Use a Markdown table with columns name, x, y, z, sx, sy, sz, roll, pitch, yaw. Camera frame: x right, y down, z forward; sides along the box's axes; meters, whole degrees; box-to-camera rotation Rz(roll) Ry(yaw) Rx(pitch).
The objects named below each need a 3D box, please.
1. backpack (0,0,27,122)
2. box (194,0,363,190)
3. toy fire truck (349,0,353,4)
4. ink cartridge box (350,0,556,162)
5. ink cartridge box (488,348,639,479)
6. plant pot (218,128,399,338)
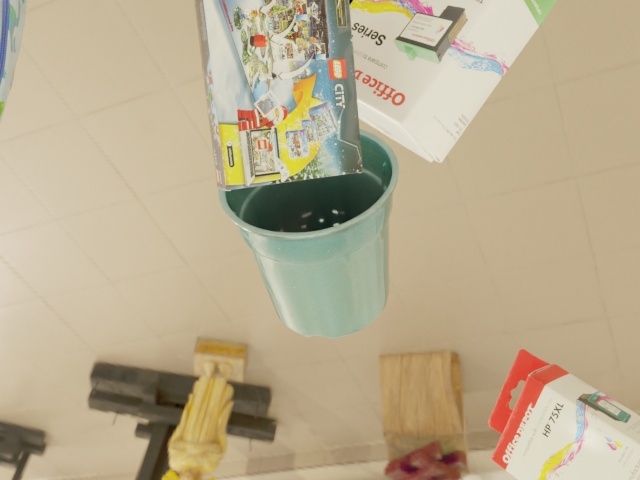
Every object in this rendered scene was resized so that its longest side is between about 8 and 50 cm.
| name | x | y | z | sx | sy | sz | roll | pitch | yaw |
| --- | --- | --- | --- | --- | --- | --- | --- | --- | --- |
| backpack | -0.421 | -0.177 | 0.652 | 0.290 | 0.355 | 0.273 | 22 | 163 | 6 |
| box | -0.043 | -0.178 | 0.769 | 0.159 | 0.044 | 0.232 | -9 | 102 | -21 |
| toy fire truck | -0.018 | -0.505 | 1.584 | 0.158 | 0.246 | 0.217 | 41 | 173 | 13 |
| ink cartridge box | 0.143 | -0.272 | 0.936 | 0.278 | 0.201 | 0.117 | -55 | 141 | 4 |
| ink cartridge box | 0.305 | 0.248 | 0.880 | 0.231 | 0.078 | 0.134 | 31 | 113 | 36 |
| plant pot | 0.000 | 0.000 | 1.448 | 0.342 | 0.341 | 0.334 | -2 | 132 | 11 |
